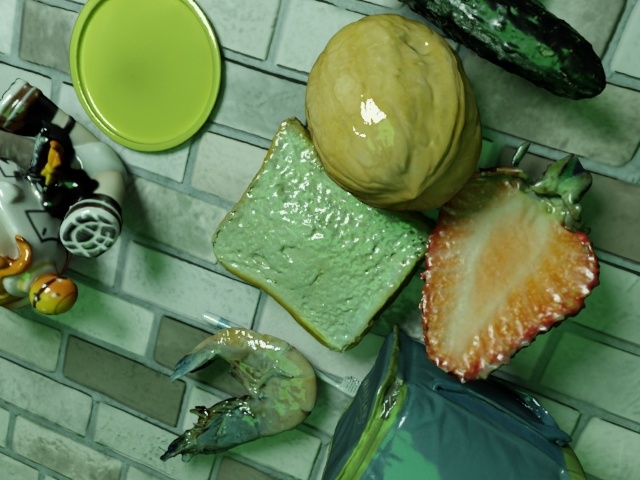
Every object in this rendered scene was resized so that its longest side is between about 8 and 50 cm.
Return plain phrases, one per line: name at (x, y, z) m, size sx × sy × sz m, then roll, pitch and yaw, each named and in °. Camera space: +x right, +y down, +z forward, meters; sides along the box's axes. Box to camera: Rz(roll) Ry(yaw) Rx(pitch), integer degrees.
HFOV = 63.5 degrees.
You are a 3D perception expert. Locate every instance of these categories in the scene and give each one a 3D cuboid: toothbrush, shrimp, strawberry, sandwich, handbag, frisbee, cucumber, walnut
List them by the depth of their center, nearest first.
cucumber at (0.156, -0.238, 0.525) m, size 0.303 × 0.081 × 0.072 m, roll 41°, pitch 132°, yaw 11°
walnut at (0.077, -0.136, 0.561) m, size 0.193 × 0.225 × 0.193 m, roll -3°, pitch 140°, yaw -3°
strawberry at (0.206, 0.030, 0.596) m, size 0.188 × 0.106 × 0.286 m, roll 32°, pitch 79°, yaw 17°
handbag at (0.144, 0.258, 0.613) m, size 0.241 × 0.263 × 0.222 m, roll 29°, pitch 102°, yaw 8°
sandwich at (0.000, 0.000, 0.682) m, size 0.251 × 0.087 × 0.226 m, roll 38°, pitch 110°, yaw 3°
frisbee at (-0.245, -0.242, 0.721) m, size 0.236 × 0.017 × 0.236 m, roll 3°, pitch 104°, yaw 13°
toothbrush at (-0.055, 0.166, 0.769) m, size 0.276 × 0.019 × 0.025 m, roll 26°, pitch 103°, yaw 7°
shrimp at (-0.146, 0.229, 0.771) m, size 0.289 × 0.075 × 0.178 m, roll -27°, pitch 91°, yaw 24°

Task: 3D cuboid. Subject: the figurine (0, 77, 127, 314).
figurine at (-0.433, -0.029, 0.728) m, size 0.323 × 0.196 × 0.320 m, roll -33°, pitch 83°, yaw 13°
